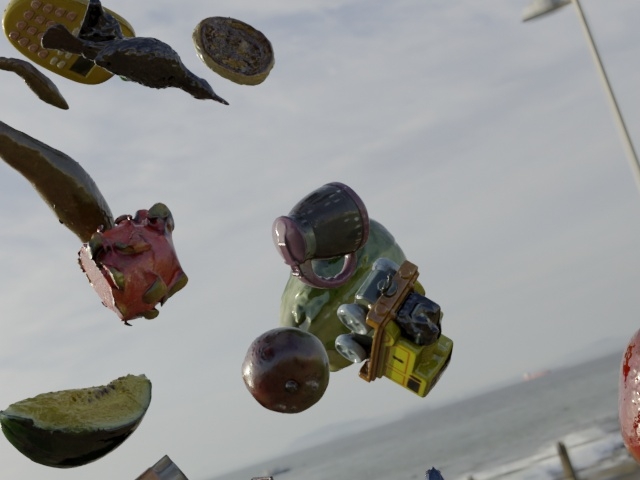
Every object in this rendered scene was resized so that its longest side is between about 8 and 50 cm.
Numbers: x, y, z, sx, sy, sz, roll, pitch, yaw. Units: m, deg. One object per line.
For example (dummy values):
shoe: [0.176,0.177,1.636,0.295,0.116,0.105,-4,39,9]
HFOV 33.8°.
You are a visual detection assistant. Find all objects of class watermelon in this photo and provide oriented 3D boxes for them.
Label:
watermelon: [-0.390,0.299,1.744,0.301,0.129,0.123,-5,-35,-50]

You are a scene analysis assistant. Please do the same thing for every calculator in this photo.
calculator: [-0.370,-0.307,1.612,0.235,0.032,0.146,22,-48,-35]

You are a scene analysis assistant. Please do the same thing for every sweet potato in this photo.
sweet potato: [-0.348,-0.081,1.388,0.077,0.077,0.243,-21,-51,19]
sweet potato: [-0.464,-0.258,1.687,0.153,0.041,0.038,33,-15,-31]

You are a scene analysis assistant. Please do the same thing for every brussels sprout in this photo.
brussels sprout: [0.057,0.116,2.476,0.276,0.371,0.315,40,-33,-24]

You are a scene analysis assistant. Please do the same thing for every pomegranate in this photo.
pomegranate: [-0.059,0.178,1.533,0.129,0.159,0.129,-21,-52,-29]

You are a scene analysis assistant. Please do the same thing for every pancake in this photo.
pancake: [-0.150,-0.338,1.847,0.158,0.158,0.028,-10,-26,-35]

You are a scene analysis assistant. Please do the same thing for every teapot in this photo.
teapot: [-0.006,-0.006,1.628,0.146,0.116,0.148,-24,-45,-36]

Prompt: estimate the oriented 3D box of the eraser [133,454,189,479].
eraser: [-0.338,0.544,1.893,0.290,0.171,0.087,-39,-5,-19]

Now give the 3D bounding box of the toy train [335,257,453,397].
toy train: [0.090,0.103,1.199,0.089,0.127,0.219,-54,-16,-25]

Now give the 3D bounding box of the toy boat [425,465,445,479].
toy boat: [0.193,0.412,1.757,0.038,0.083,0.038,-3,-53,-4]

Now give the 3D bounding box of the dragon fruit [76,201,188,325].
dragon fruit: [-0.244,0.022,1.378,0.150,0.133,0.207,8,36,11]

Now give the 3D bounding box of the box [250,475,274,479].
box: [-0.085,0.433,1.707,0.063,0.084,0.060,31,-32,-30]

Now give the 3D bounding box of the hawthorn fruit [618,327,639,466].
hawthorn fruit: [0.598,0.275,1.614,0.285,0.368,0.285,6,6,-1]

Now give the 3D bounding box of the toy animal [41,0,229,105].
toy animal: [-0.188,-0.186,1.110,0.202,0.105,0.070,25,-65,-16]
